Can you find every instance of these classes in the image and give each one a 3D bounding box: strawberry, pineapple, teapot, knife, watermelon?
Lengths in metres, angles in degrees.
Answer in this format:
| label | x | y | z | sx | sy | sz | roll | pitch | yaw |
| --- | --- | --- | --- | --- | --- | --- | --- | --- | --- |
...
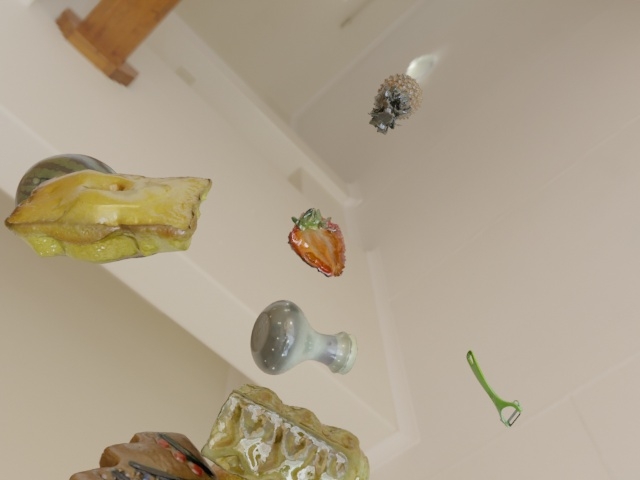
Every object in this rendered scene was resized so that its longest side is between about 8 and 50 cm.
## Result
| label | x | y | z | sx | sy | sz | roll | pitch | yaw |
| --- | --- | --- | --- | --- | --- | --- | --- | --- | --- |
| strawberry | -0.001 | -0.003 | 1.624 | 0.140 | 0.192 | 0.085 | -53 | -166 | 31 |
| pineapple | 0.107 | -0.199 | 0.943 | 0.074 | 0.074 | 0.159 | -34 | -171 | 28 |
| teapot | -0.040 | 0.255 | 1.597 | 0.183 | 0.251 | 0.183 | -40 | -140 | 45 |
| knife | 0.336 | 0.287 | 1.282 | 0.166 | 0.022 | 0.078 | 57 | -37 | 34 |
| watermelon | -0.491 | -0.071 | 1.288 | 0.212 | 0.212 | 0.212 | -38 | -156 | 20 |

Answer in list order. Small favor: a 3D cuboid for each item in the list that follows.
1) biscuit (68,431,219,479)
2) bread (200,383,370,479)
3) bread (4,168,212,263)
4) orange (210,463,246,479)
| label | x | y | z | sx | sy | sz | roll | pitch | yaw |
| --- | --- | --- | --- | --- | --- | --- | --- | --- | --- |
| biscuit | -0.219 | 0.359 | 0.920 | 0.043 | 0.278 | 0.301 | -52 | -163 | 10 |
| bread | -0.047 | 0.343 | 1.049 | 0.152 | 0.267 | 0.130 | -63 | -179 | -39 |
| bread | -0.259 | -0.031 | 0.818 | 0.161 | 0.233 | 0.088 | -80 | 176 | -67 |
| orange | -0.140 | 0.503 | 1.169 | 0.236 | 0.236 | 0.236 | -38 | -156 | 20 |
